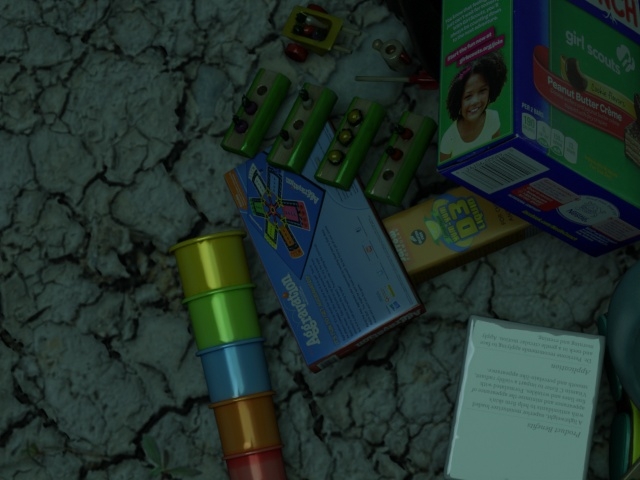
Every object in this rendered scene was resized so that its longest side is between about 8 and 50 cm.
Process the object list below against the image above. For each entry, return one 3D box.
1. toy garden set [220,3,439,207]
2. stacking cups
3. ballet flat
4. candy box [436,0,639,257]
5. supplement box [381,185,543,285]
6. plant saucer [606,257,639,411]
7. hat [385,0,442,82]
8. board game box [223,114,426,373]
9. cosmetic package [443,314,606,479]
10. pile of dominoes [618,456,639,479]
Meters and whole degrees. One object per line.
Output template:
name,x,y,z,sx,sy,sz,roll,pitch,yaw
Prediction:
toy garden set,0.022,-0.169,1.748,0.244,0.049,0.204,19,74,28
stacking cups,-0.094,0.150,1.735,0.096,0.096,0.316,-15,81,3
ballet flat,0.361,0.187,1.702,0.077,0.077,0.231,-2,80,-4
candy box,0.253,-0.180,1.622,0.122,0.268,0.317,-23,54,41
supplement box,0.186,-0.026,1.745,0.233,0.080,0.078,-24,78,4
plant saucer,0.432,0.131,1.514,0.317,0.318,0.044,30,47,9
hat,0.137,-0.340,1.744,0.134,0.331,0.331,6,81,44
board game box,0.000,0.000,1.724,0.145,0.027,0.281,-29,59,7
cosmetic package,0.224,0.189,1.673,0.151,0.151,0.184,10,82,7
pile of dominoes,0.424,0.298,1.658,0.196,0.040,0.251,43,87,-14
